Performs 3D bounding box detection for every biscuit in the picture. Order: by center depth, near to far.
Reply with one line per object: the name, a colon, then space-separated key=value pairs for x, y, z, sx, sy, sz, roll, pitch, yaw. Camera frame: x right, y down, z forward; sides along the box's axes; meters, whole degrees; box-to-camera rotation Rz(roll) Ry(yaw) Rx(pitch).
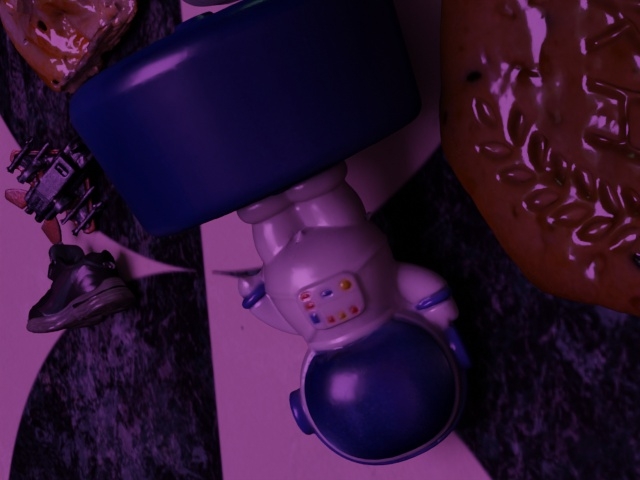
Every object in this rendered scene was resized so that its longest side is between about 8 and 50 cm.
biscuit: x=0.213 y=-0.116 z=0.862 sx=0.359 sy=0.046 sz=0.359 roll=11 pitch=106 yaw=44

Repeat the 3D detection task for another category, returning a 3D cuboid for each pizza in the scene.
pizza: x=-0.257 y=-0.290 z=1.308 sx=0.297 sy=0.071 sz=0.189 roll=-48 pitch=63 yaw=40

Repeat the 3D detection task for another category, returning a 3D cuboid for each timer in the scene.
timer: x=0.000 y=0.000 z=0.997 sx=0.270 sy=0.270 sz=0.383 roll=-20 pitch=98 yaw=47

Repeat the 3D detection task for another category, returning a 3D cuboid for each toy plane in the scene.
toy plane: x=-0.278 y=-0.080 z=1.378 sx=0.130 sy=0.061 sz=0.189 roll=44 pitch=128 yaw=2

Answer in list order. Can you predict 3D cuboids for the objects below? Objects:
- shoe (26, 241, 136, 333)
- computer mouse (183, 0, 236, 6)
shoe: x=-0.276 y=0.047 z=1.399 sx=0.169 sy=0.071 sz=0.099 roll=-21 pitch=82 yaw=43
computer mouse: x=-0.039 y=-0.304 z=1.055 sx=0.288 sy=0.097 sz=0.159 roll=-24 pitch=79 yaw=35
